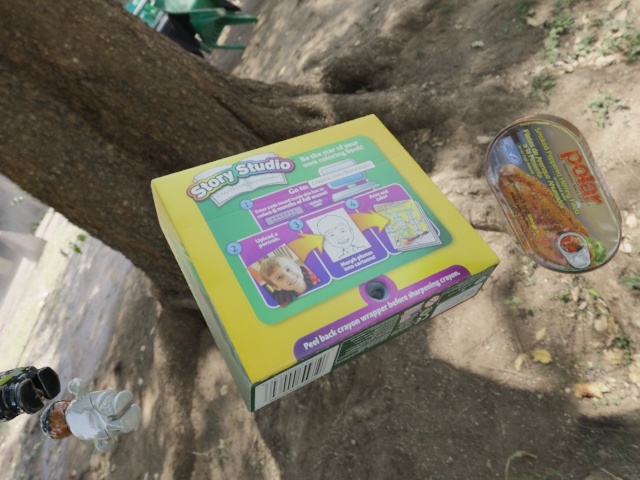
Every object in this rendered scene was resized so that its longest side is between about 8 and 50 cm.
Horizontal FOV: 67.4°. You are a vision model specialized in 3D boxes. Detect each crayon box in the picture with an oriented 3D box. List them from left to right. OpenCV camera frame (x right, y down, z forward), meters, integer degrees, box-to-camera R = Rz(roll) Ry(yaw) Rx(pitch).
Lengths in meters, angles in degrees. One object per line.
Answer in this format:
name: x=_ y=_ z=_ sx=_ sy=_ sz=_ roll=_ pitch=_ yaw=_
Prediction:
crayon box: x=0.000 y=0.000 z=0.663 sx=0.313 sy=0.363 sz=0.106 roll=56 pitch=154 yaw=28

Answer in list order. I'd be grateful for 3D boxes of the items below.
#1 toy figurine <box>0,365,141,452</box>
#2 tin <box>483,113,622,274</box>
toy figurine: x=-0.322 y=0.252 z=0.528 sx=0.148 sy=0.213 sz=0.209 roll=-14 pitch=61 yaw=18
tin: x=0.259 y=-0.050 z=0.534 sx=0.106 sy=0.190 sz=0.040 roll=-19 pitch=15 yaw=48
